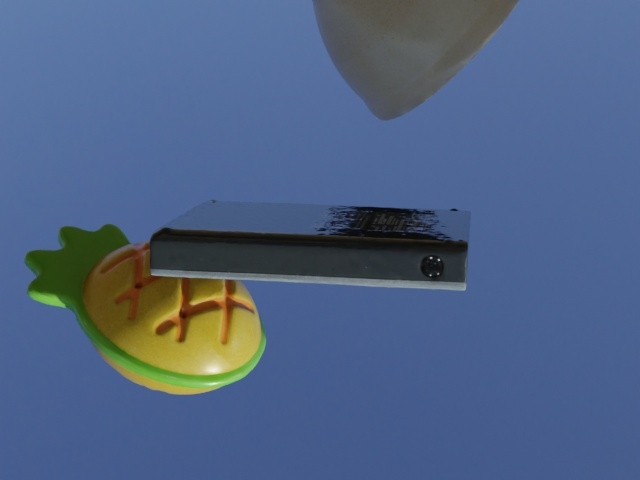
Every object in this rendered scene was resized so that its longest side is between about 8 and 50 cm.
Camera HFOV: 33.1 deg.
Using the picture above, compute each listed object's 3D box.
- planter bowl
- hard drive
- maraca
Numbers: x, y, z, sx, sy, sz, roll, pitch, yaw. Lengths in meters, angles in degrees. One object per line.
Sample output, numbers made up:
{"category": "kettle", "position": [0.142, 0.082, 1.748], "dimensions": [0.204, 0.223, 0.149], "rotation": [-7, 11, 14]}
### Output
{"category": "planter bowl", "position": [0.056, -0.182, 0.766], "dimensions": [0.162, 0.109, 0.162], "rotation": [-44, -163, 17]}
{"category": "hard drive", "position": [0.000, 0.000, 0.492], "dimensions": [0.135, 0.022, 0.094], "rotation": [3, -169, 8]}
{"category": "maraca", "position": [-0.127, 0.045, 0.787], "dimensions": [0.185, 0.099, 0.127], "rotation": [29, -147, 10]}
